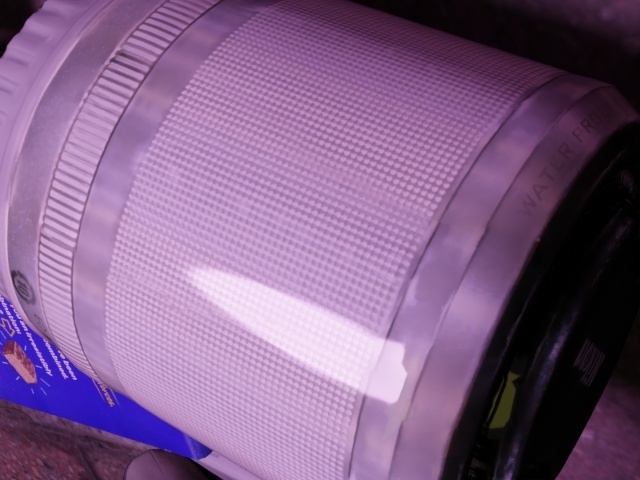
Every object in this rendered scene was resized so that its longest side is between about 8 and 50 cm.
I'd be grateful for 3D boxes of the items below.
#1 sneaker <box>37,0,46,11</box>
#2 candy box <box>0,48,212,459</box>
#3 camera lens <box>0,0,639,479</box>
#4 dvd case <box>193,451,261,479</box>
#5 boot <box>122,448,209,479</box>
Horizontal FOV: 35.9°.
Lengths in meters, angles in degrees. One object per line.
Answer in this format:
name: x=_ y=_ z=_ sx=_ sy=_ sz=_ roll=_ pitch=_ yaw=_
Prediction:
sneaker: x=-0.082 y=-0.193 z=0.471 sx=0.078 sy=0.106 sz=0.234 roll=-107 pitch=27 yaw=-42
candy box: x=-0.204 y=-0.002 z=0.729 sx=0.317 sy=0.122 sz=0.268 roll=8 pitch=126 yaw=39
camera lens: x=0.000 y=0.000 z=0.467 sx=0.274 sy=0.219 sz=0.219 roll=24 pitch=135 yaw=25
dvd case: x=0.031 y=0.214 z=0.713 sx=0.253 sy=0.022 sz=0.180 roll=18 pitch=159 yaw=31
boot: x=-0.081 y=0.245 z=0.815 sx=0.246 sy=0.083 sz=0.161 roll=53 pitch=147 yaw=28
